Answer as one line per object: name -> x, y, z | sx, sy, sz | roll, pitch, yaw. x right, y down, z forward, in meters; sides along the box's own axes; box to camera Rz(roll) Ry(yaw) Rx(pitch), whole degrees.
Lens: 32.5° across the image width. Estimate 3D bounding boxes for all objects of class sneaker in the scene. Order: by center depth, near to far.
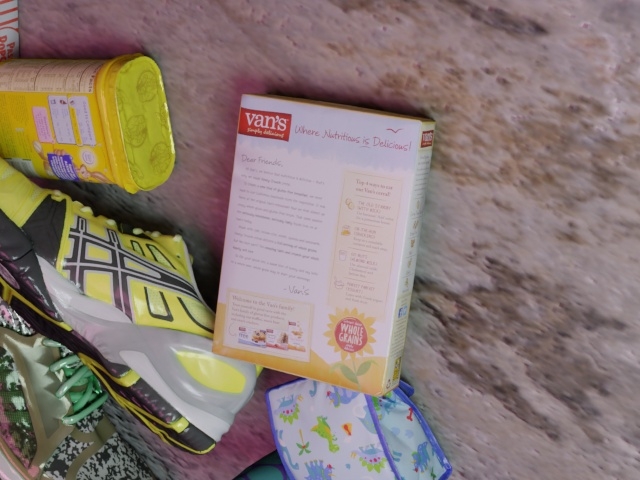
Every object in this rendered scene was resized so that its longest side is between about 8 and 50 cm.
sneaker -> -0.214, 0.035, 1.073 | 0.384, 0.147, 0.145 | 45, 158, -5
sneaker -> -0.298, 0.135, 1.186 | 0.182, 0.158, 0.410 | -41, 94, 19

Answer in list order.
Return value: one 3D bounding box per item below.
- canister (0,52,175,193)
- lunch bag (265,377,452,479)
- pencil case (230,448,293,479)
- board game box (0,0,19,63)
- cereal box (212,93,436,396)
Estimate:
canister -> -0.235, -0.116, 1.061 | 0.169, 0.073, 0.126 | 6, 116, 29
lunch bag -> 0.030, 0.188, 1.039 | 0.128, 0.096, 0.151 | -23, 104, 36
pencil case -> -0.045, 0.248, 1.076 | 0.064, 0.151, 0.070 | -23, 90, 31
board game box -> -0.398, -0.207, 1.128 | 0.193, 0.045, 0.147 | 19, 120, 21
cereal box -> 0.000, 0.000, 0.960 | 0.173, 0.047, 0.240 | 13, 100, 24
